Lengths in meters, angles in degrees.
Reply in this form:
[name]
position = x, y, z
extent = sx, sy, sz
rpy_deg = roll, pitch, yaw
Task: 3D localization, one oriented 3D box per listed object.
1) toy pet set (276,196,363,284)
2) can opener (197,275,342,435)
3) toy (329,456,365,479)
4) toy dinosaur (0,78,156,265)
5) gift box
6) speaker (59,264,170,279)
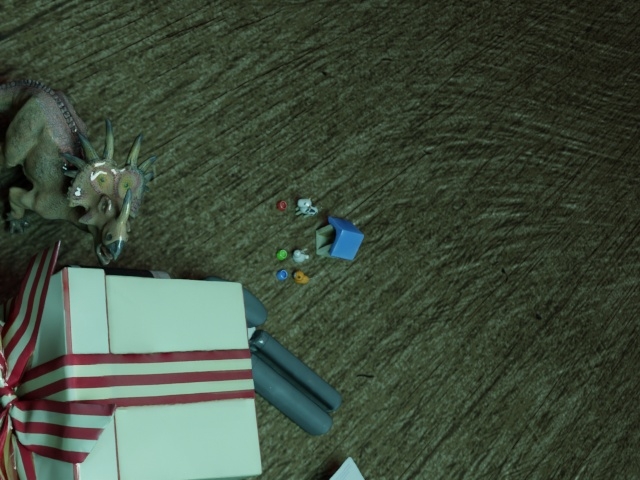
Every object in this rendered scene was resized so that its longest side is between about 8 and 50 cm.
[toy pet set]
position = 0.000, 0.000, 1.538
extent = 0.114, 0.065, 0.122
rpy_deg = 13, 66, -37
[can opener]
position = -0.069, 0.151, 1.398
extent = 0.283, 0.095, 0.076
rpy_deg = 42, 52, -21
[toy]
position = 0.043, 0.427, 1.418
extent = 0.137, 0.056, 0.237
rpy_deg = -43, 108, -46
[toy dinosaur]
position = -0.296, -0.101, 1.212
extent = 0.127, 0.200, 0.295
rpy_deg = -35, 87, -40
[gift box]
position = -0.227, 0.153, 1.145
extent = 0.258, 0.276, 0.255
rpy_deg = 5, 66, -39
[speaker]
position = -0.251, 0.060, 1.303
extent = 0.136, 0.055, 0.055
rpy_deg = 6, 70, -39
